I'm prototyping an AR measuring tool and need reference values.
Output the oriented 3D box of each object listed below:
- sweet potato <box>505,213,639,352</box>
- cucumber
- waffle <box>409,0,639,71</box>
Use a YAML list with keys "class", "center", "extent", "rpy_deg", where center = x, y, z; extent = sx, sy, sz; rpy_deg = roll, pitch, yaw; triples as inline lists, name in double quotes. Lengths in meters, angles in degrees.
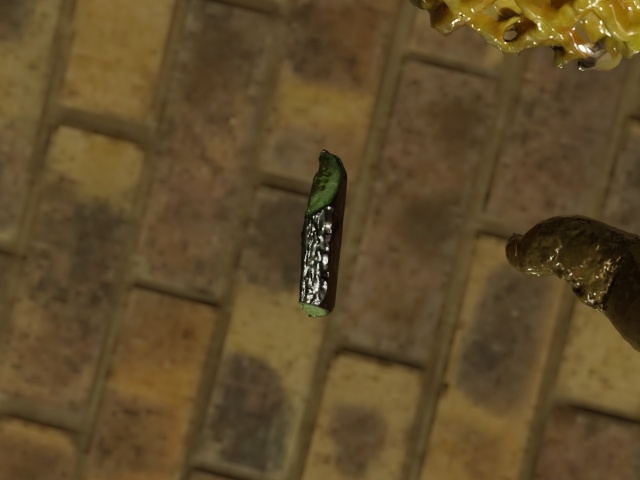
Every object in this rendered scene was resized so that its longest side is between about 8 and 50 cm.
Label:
- class: "sweet potato"
  center: [0.311, 0.053, 1.735]
  extent: [0.124, 0.310, 0.098]
  rpy_deg: [9, 110, -45]
- class: "cucumber"
  center: [0.000, 0.000, 2.179]
  extent: [0.070, 0.046, 0.220]
  rpy_deg: [-30, 126, -66]
- class: "waffle"
  center: [0.181, -0.306, 1.517]
  extent: [0.095, 0.379, 0.382]
  rpy_deg: [-58, 154, -29]
